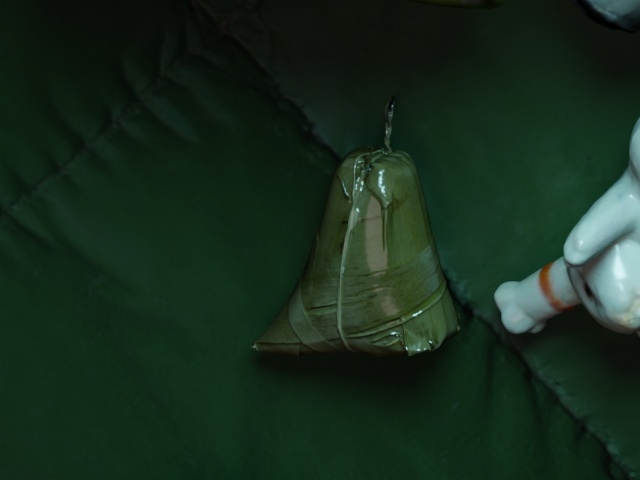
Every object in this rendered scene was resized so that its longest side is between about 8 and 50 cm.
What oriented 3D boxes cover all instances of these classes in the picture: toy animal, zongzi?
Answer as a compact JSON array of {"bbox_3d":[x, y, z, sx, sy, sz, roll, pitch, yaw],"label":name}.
[{"bbox_3d":[0.228,0.010,1.297,0.140,0.138,0.282,30,125,-5],"label":"toy animal"},{"bbox_3d":[0.000,0.000,1.412,0.178,0.081,0.189,-4,112,32],"label":"zongzi"}]

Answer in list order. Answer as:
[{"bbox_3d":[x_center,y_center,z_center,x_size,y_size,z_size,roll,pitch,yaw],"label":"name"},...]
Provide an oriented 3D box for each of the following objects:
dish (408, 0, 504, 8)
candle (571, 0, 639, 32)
[{"bbox_3d":[-0.032,-0.236,1.174,0.324,0.324,0.124,13,94,11],"label":"dish"},{"bbox_3d":[0.266,-0.261,1.108,0.330,0.187,0.187,-25,108,27],"label":"candle"}]
